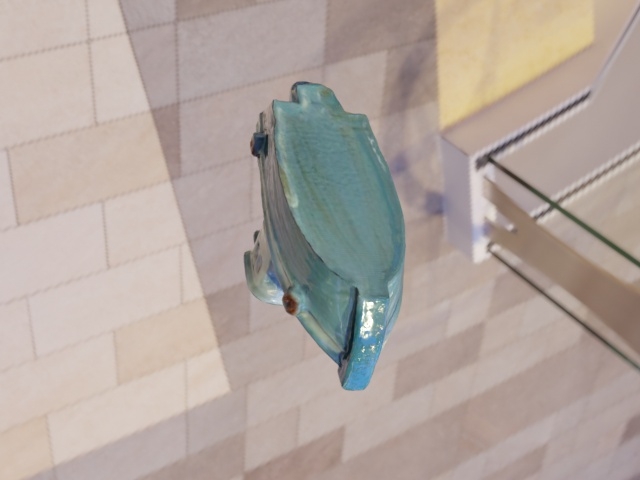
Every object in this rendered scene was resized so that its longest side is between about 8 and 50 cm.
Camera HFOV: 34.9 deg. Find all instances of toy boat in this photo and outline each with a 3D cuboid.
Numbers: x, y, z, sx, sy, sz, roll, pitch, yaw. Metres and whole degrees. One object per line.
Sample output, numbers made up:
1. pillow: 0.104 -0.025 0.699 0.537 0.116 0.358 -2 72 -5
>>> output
1. toy boat: 0.000 0.000 0.664 0.088 0.215 0.102 3 140 -24
